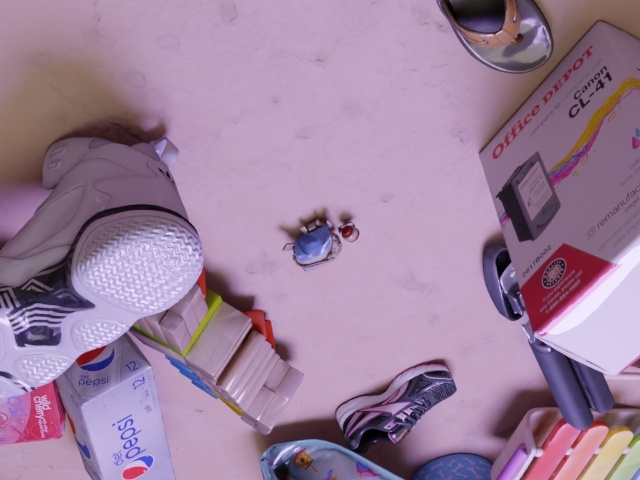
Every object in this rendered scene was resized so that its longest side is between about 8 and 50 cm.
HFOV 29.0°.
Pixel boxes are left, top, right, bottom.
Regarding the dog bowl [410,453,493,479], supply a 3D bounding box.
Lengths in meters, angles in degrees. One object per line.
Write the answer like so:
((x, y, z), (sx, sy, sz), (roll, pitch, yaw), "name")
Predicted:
((0.242, 0.420, 1.870), (0.166, 0.074, 0.297), (-34, 129, 20), "dog bowl")

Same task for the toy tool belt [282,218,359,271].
((0.000, 0.000, 1.467), (0.083, 0.052, 0.051), (-32, 137, 17), "toy tool belt")

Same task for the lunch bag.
((0.036, 0.398, 1.714), (0.262, 0.160, 0.223), (22, 151, 24), "lunch bag")

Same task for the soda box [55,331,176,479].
((-0.257, 0.226, 1.549), (0.098, 0.091, 0.286), (-29, 147, -20), "soda box")

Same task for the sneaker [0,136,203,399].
((-0.289, 0.023, 1.331), (0.366, 0.210, 0.137), (-27, 130, 16), "sneaker")

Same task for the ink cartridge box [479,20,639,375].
((0.305, -0.049, 1.304), (0.131, 0.306, 0.226), (24, 123, -27), "ink cartridge box")

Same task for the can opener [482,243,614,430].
((0.288, 0.116, 1.580), (0.076, 0.095, 0.283), (-37, 122, -13), "can opener")

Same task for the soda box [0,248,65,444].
((-0.369, 0.132, 1.500), (0.092, 0.083, 0.263), (-4, 131, -6), "soda box")

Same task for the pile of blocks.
((-0.133, 0.112, 1.527), (0.113, 0.149, 0.362), (-56, 142, -17), "pile of blocks")

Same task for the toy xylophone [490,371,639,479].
((0.389, 0.284, 1.744), (0.322, 0.081, 0.236), (-2, 132, -21), "toy xylophone")

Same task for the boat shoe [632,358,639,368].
((0.469, 0.098, 1.598), (0.342, 0.123, 0.123), (18, 148, 2), "boat shoe")

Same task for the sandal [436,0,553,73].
((0.170, -0.244, 1.271), (0.090, 0.060, 0.219), (-28, 130, 15), "sandal")

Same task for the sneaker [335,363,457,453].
((0.110, 0.238, 1.680), (0.178, 0.077, 0.072), (-31, 130, 17), "sneaker")
